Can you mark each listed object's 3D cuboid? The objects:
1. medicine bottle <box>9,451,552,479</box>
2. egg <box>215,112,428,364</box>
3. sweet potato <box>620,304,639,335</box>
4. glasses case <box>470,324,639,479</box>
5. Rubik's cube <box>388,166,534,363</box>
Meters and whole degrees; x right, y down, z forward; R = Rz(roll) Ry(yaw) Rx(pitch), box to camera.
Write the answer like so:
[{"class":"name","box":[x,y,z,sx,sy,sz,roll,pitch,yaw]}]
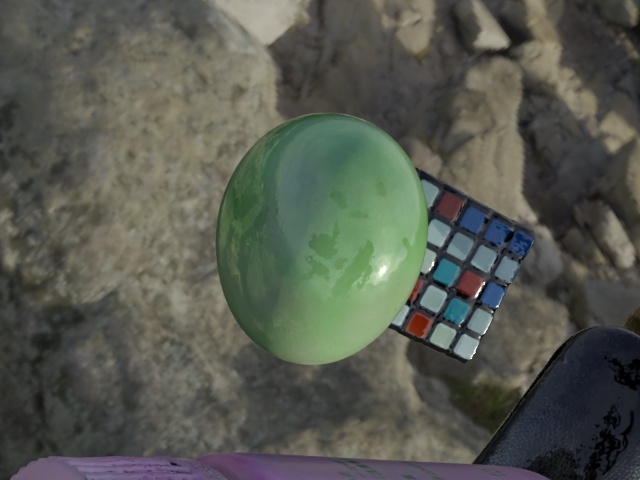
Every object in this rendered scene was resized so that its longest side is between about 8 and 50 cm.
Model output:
[{"class":"medicine bottle","box":[-0.005,0.191,0.564,0.291,0.178,0.178,11,57,-38]},{"class":"egg","box":[0.000,0.000,1.250,0.220,0.220,0.269,-2,107,-46]},{"class":"sweet potato","box":[0.381,0.097,1.330,0.075,0.269,0.074,0,69,0]},{"class":"glasses case","box":[0.183,0.212,0.995,0.122,0.314,0.075,36,3,15]},{"class":"Rubik's cube","box":[0.119,0.017,1.454,0.184,0.182,0.187,28,2,-18]}]
